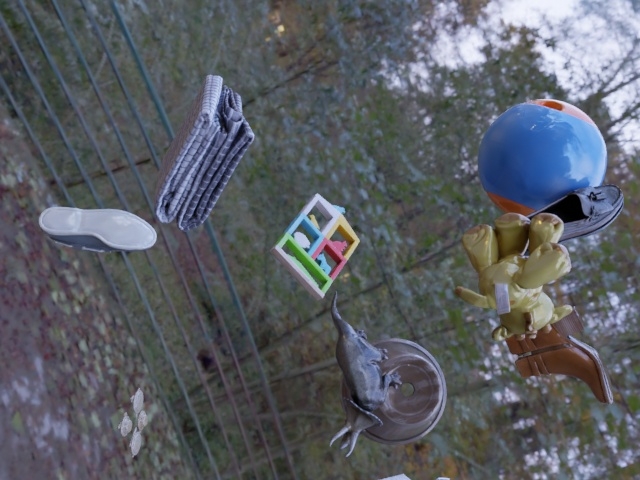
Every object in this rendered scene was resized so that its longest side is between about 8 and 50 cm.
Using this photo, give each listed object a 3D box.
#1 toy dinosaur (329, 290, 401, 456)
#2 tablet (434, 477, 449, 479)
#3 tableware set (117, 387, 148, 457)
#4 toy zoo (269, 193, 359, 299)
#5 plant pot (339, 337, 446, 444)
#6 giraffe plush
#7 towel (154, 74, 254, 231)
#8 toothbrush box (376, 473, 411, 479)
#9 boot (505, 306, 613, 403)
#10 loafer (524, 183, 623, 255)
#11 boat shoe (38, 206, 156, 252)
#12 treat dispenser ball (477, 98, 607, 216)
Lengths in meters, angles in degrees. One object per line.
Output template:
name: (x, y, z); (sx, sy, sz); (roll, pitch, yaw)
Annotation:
toy dinosaur: (0.083, 0.255, 1.391); (0.160, 0.121, 0.313); (4, 79, -72)
tablet: (0.292, 0.639, 1.804); (0.054, 0.083, 0.006); (21, 35, -42)
tableware set: (-0.521, 0.513, 1.953); (0.141, 0.020, 0.168); (-77, 166, -52)
toy zoo: (0.000, 0.000, 1.931); (0.192, 0.030, 0.293); (48, 48, -13)
plant pot: (0.225, 0.431, 2.001); (0.280, 0.323, 0.323); (103, -32, -76)
giraffe plush: (0.332, 0.080, 1.143); (0.170, 0.181, 0.210); (54, 48, -39)
towel: (-0.251, -0.187, 1.487); (0.121, 0.283, 0.235); (24, 25, -20)
toothbrush box: (0.123, 0.700, 1.577); (0.122, 0.206, 0.283); (25, -74, 48)
boot: (0.657, 0.345, 1.917); (0.109, 0.220, 0.283); (-7, 70, -65)
loafer: (0.525, -0.055, 1.448); (0.096, 0.267, 0.084); (54, -14, 40)
boat shoe: (-0.622, -0.021, 1.957); (0.099, 0.319, 0.116); (109, -12, -59)
treat dispenser ball: (0.514, -0.184, 1.619); (0.288, 0.288, 0.288); (-20, 90, -90)
